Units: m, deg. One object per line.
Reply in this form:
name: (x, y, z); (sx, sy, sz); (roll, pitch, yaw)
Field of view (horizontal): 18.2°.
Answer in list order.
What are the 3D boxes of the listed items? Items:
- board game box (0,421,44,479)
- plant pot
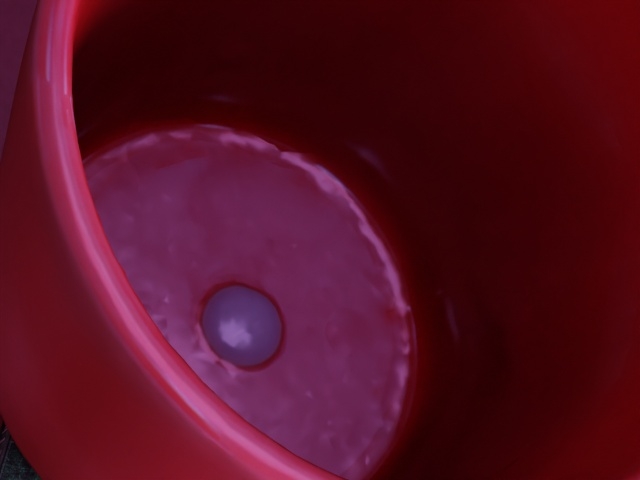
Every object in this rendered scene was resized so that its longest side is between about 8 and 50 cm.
board game box: (-0.064, 0.093, 0.813); (0.136, 0.030, 0.260); (23, 63, -16)
plant pot: (0.000, 0.000, 0.720); (0.274, 0.243, 0.275); (8, 67, -20)
